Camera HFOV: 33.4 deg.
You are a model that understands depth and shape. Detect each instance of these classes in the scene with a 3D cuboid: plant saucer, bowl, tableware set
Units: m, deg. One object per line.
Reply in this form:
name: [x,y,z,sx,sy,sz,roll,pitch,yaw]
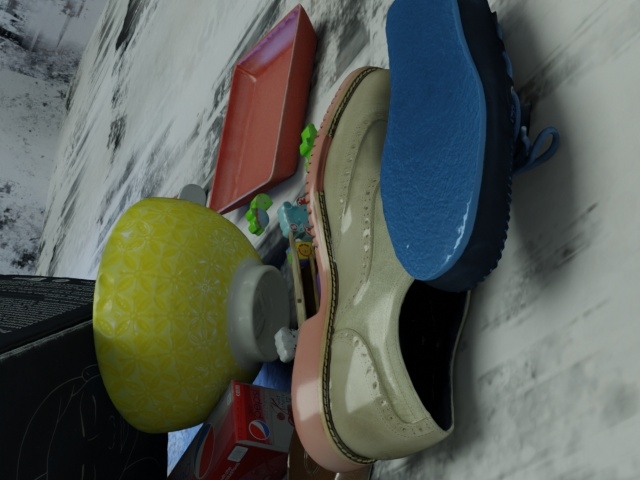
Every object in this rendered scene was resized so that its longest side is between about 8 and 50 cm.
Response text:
plant saucer: [-0.079,-0.171,1.519,0.259,0.048,0.258,155,127,-63]
bowl: [-0.128,0.089,1.279,0.289,0.156,0.289,-2,-90,-69]
plant saucer: [0.004,0.220,1.089,0.168,0.029,0.168,-46,37,49]
tableware set: [0.001,0.095,1.037,0.128,0.039,0.194,87,175,-58]

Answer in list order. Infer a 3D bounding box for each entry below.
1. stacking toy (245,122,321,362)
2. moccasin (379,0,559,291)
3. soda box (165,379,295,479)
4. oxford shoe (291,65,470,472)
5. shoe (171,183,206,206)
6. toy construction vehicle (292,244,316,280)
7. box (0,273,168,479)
stacking toy: [-0.010,0.009,1.165,0.167,0.052,0.221,-45,54,50]
moccasin: [0.132,-0.102,0.888,0.138,0.117,0.341,-33,40,42]
soda box: [-0.116,0.281,1.265,0.263,0.084,0.092,-56,28,37]
oxford shoe: [0.077,0.008,0.963,0.147,0.141,0.396,-17,61,40]
shoe: [-0.241,-0.005,1.785,0.081,0.064,0.177,-27,46,63]
toy construction vehicle: [0.000,0.000,1.241,0.086,0.035,0.098,157,117,-64]
box: [-0.399,0.311,1.226,0.472,0.298,0.479,-24,-63,-74]
